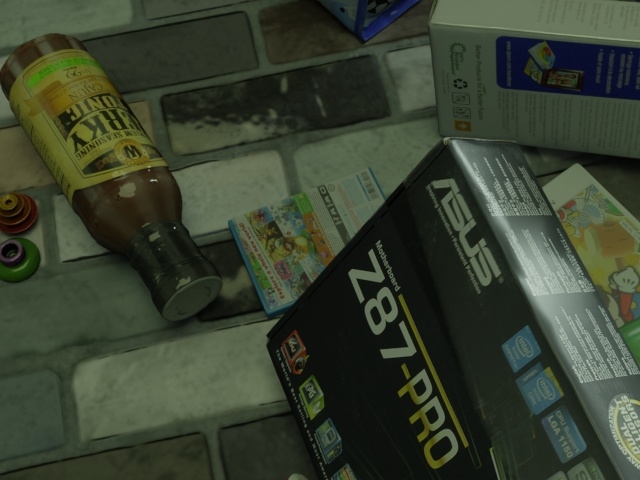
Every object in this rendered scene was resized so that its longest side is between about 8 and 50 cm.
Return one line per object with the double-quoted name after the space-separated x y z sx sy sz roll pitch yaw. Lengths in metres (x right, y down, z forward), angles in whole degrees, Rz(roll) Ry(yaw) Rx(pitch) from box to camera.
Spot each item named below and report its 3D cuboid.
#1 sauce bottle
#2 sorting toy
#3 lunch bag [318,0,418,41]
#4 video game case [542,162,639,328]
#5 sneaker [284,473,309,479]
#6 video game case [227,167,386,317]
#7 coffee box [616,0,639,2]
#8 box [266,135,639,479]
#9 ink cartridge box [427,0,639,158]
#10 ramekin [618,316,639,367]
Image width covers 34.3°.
-0.216 -0.069 1.084 0.111 0.111 0.344 -32 67 -13 "sauce bottle"
-0.331 -0.009 1.094 0.061 0.042 0.102 -7 63 -2 "sorting toy"
0.022 -0.478 1.129 0.239 0.385 0.328 -41 68 -17 "lunch bag"
0.261 0.054 1.049 0.206 0.026 0.227 -34 67 -14 "video game case"
-0.020 0.294 0.931 0.064 0.061 0.158 -25 61 20 "sneaker"
0.000 0.000 1.092 0.166 0.015 0.119 -21 65 -9 "video game case"
0.468 -0.365 1.047 0.338 0.334 0.337 -41 52 -18 "coffee box"
0.122 0.166 0.841 0.097 0.318 0.395 -1 57 -38 "box"
0.297 -0.158 1.042 0.370 0.176 0.069 11 59 17 "ink cartridge box"
0.340 0.179 0.832 0.148 0.303 0.304 -21 64 -4 "ramekin"
